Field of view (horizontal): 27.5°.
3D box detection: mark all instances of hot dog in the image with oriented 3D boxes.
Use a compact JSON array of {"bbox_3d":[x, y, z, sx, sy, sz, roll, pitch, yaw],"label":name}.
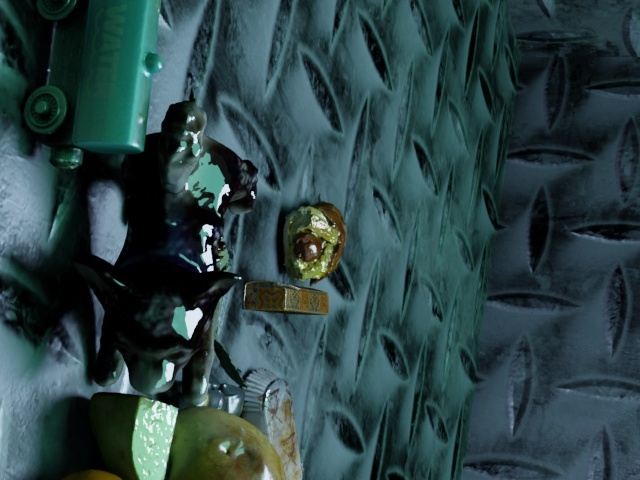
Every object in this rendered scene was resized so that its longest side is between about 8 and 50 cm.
[{"bbox_3d":[0.000,0.000,2.317,0.213,0.103,0.146,-34,123,-68],"label":"hot dog"},{"bbox_3d":[-0.085,0.331,2.182,0.131,0.069,0.253,-34,122,-56],"label":"hot dog"}]

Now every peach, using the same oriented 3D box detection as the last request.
[{"bbox_3d":[-0.134,0.324,1.699,0.235,0.214,0.214,24,68,-42],"label":"peach"}]

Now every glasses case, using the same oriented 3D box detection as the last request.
[{"bbox_3d":[-0.055,0.098,2.214,0.218,0.075,0.049,15,76,-70],"label":"glasses case"}]

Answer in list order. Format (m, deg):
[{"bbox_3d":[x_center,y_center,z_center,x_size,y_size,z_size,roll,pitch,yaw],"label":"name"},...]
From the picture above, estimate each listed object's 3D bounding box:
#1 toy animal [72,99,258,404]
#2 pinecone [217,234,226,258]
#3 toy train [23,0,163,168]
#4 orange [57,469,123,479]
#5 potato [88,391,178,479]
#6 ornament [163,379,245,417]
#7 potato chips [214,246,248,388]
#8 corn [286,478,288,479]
[{"bbox_3d":[-0.186,0.016,1.574,0.303,0.194,0.344,102,-5,-71],"label":"toy animal"},{"bbox_3d":[-0.185,-0.002,1.797,0.109,0.102,0.102,45,43,-24],"label":"pinecone"},{"bbox_3d":[-0.250,-0.203,1.495,0.101,0.159,0.248,19,76,-65],"label":"toy train"},{"bbox_3d":[-0.278,0.347,1.534,0.156,0.124,0.156,14,90,-87],"label":"orange"},{"bbox_3d":[-0.253,0.255,1.614,0.081,0.149,0.120,23,69,-35],"label":"potato"},{"bbox_3d":[-0.181,0.322,1.885,0.202,0.080,0.236,27,65,-66],"label":"ornament"},{"bbox_3d":[-0.156,0.114,1.944,0.167,0.059,0.228,12,69,-81],"label":"potato chips"},{"bbox_3d":[-0.094,0.390,1.970,0.305,0.122,0.123,121,-11,-83],"label":"corn"}]
